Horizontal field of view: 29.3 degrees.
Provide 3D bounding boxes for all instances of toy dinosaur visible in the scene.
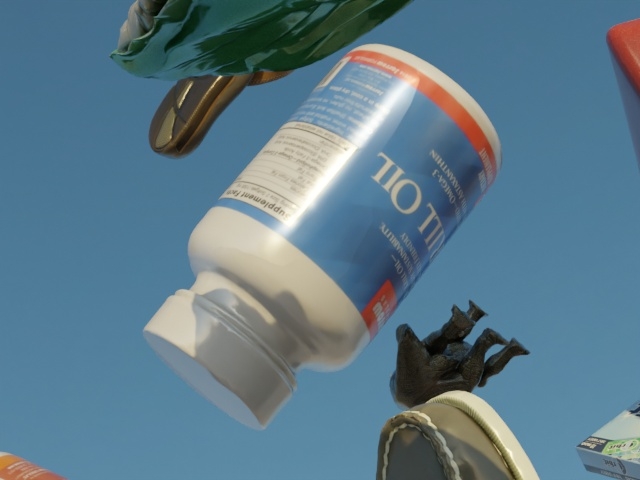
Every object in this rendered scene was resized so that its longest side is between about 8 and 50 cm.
[{"bbox_3d":[0.143,0.154,1.430,0.160,0.121,0.313,-52,-13,11],"label":"toy dinosaur"}]

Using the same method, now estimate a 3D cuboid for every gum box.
[{"bbox_3d":[0.432,0.232,1.512,0.184,0.157,0.041,-32,-79,-19],"label":"gum box"}]

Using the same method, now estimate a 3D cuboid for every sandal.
[{"bbox_3d":[-0.049,-0.145,0.968,0.060,0.090,0.219,39,-99,-29],"label":"sandal"}]

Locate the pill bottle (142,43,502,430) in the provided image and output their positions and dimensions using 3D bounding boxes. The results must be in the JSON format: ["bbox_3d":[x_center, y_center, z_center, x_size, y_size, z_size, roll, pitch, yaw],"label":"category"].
[{"bbox_3d":[0.000,0.000,0.730,0.221,0.124,0.124,-51,-43,-17],"label":"pill bottle"}]

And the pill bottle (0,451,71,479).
[{"bbox_3d":[-0.155,0.236,0.828,0.216,0.121,0.121,20,-42,16],"label":"pill bottle"}]

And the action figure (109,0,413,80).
[{"bbox_3d":[-0.026,-0.099,0.484,0.137,0.063,0.232,-9,0,-29],"label":"action figure"}]

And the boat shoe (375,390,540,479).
[{"bbox_3d":[0.068,0.226,0.605,0.091,0.305,0.109,1,-18,-30],"label":"boat shoe"}]

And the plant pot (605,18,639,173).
[{"bbox_3d":[0.490,-0.113,1.380,0.267,0.236,0.267,-14,-62,16],"label":"plant pot"}]
